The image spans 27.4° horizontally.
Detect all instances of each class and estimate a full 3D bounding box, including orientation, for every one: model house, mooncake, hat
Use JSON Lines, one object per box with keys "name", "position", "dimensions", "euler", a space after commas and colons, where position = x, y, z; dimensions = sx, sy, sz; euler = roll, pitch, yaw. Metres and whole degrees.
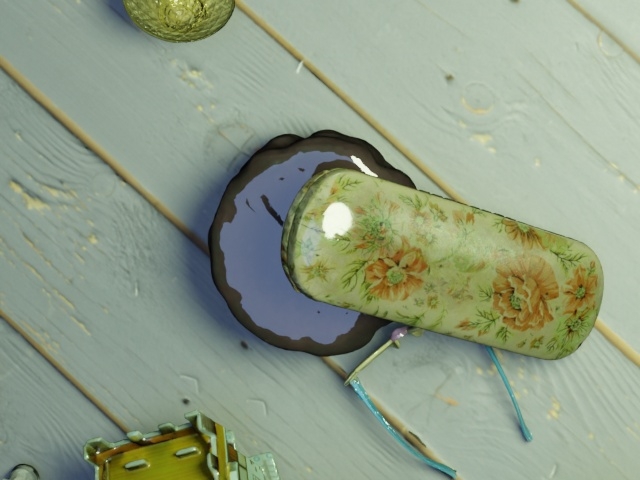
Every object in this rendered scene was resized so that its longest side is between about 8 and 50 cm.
{"name": "model house", "position": [-0.185, 0.361, 1.738], "dimensions": [0.224, 0.215, 0.198], "euler": [-18, 56, 17]}
{"name": "mooncake", "position": [0.000, 0.000, 1.662], "dimensions": [0.283, 0.141, 0.283], "euler": [2, 101, 8]}
{"name": "hat", "position": [-0.185, -0.300, 1.706], "dimensions": [0.146, 0.067, 0.146], "euler": [3, 64, -7]}

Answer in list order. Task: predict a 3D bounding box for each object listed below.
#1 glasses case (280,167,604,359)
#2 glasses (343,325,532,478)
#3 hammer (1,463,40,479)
{"name": "glasses case", "position": [0.151, 0.032, 1.548], "dimensions": [0.425, 0.098, 0.156], "euler": [16, 91, -26]}
{"name": "glasses", "position": [0.159, 0.193, 1.710], "dimensions": [0.189, 0.088, 0.220], "euler": [-32, 110, 17]}
{"name": "hammer", "position": [-0.417, 0.540, 1.898], "dimensions": [0.044, 0.152, 0.427], "euler": [-3, 110, 12]}
